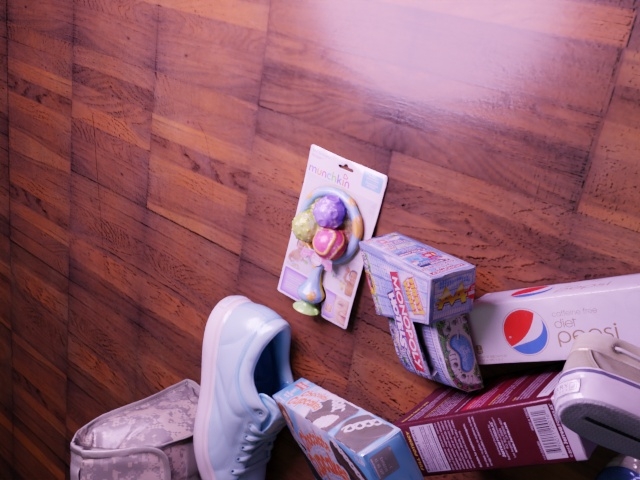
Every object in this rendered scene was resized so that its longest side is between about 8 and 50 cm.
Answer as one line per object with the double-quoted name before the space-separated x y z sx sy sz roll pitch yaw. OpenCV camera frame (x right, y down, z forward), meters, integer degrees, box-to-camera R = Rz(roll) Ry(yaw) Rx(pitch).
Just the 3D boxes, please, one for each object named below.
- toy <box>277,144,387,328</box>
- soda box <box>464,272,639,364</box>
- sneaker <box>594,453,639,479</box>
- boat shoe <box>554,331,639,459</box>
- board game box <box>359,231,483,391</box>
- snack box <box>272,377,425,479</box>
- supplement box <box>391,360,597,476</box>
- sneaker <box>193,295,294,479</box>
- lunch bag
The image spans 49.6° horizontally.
"toy" 0.000 0.000 0.981 0.136 0.056 0.237 27 118 31
"soda box" 0.272 0.087 0.764 0.216 0.069 0.074 -13 93 41
"sneaker" 0.383 0.376 0.671 0.330 0.147 0.130 43 165 30
"boat shoe" 0.371 0.178 0.652 0.302 0.094 0.109 26 147 1
"board game box" 0.127 0.085 0.833 0.194 0.060 0.194 173 83 -74
"snack box" 0.046 0.298 0.901 0.187 0.060 0.322 64 161 -9
"supplement box" 0.209 0.208 0.808 0.239 0.130 0.073 -24 87 42
"sneaker" -0.107 0.278 1.093 0.150 0.135 0.366 13 110 41
"lunch bag" -0.290 0.404 1.180 0.169 0.287 0.235 19 112 36
